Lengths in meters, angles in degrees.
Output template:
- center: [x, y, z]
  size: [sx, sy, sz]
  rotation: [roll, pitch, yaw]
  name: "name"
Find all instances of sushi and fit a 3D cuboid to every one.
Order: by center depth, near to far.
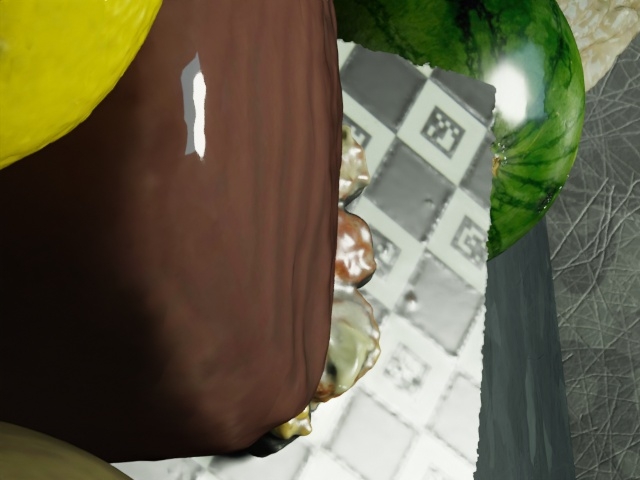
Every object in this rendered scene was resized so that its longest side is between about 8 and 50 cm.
- center: [0.000, 0.000, 0.941]
  size: [0.264, 0.050, 0.290]
  rotation: [15, 65, -27]
  name: "sushi"

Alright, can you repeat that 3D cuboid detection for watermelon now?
- center: [0.063, -0.096, 1.187]
  size: [0.242, 0.242, 0.242]
  rotation: [-5, 90, -76]
  name: "watermelon"

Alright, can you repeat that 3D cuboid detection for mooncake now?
- center: [-0.079, -0.060, 0.747]
  size: [0.326, 0.174, 0.334]
  rotation: [-71, 151, -64]
  name: "mooncake"

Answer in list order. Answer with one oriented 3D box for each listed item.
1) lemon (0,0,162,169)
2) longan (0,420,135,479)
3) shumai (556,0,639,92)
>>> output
- center: [-0.132, -0.110, 0.515]
  size: [0.244, 0.186, 0.187]
  rotation: [-82, 161, -54]
  name: "lemon"
- center: [-0.112, 0.147, 0.492]
  size: [0.220, 0.196, 0.197]
  rotation: [35, 51, -78]
  name: "longan"
- center: [0.133, -0.268, 1.502]
  size: [0.267, 0.262, 0.314]
  rotation: [41, 68, -36]
  name: "shumai"
